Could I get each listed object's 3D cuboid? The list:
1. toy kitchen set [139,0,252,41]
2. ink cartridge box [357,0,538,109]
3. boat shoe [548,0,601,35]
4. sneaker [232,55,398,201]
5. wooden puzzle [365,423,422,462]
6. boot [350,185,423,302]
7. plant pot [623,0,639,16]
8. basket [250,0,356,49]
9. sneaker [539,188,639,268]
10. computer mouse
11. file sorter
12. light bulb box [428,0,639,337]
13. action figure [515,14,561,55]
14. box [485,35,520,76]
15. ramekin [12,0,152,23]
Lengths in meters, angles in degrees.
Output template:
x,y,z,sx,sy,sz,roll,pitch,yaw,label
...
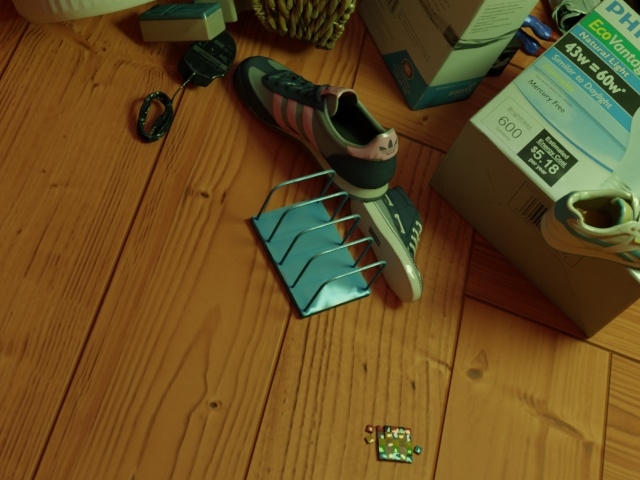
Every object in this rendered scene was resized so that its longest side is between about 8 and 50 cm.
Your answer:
x,y,z,sx,sy,sz,roll,pitch,yaw,label
-0.190,-0.420,1.784,0.122,0.166,0.207,3,30,25,toy kitchen set
0.205,-0.391,1.835,0.129,0.307,0.223,-13,66,-28,ink cartridge box
0.463,-0.405,2.081,0.081,0.079,0.227,-15,69,-46,boat shoe
-0.001,-0.203,1.729,0.319,0.131,0.112,41,50,20,sneaker
0.100,0.276,1.568,0.083,0.006,0.049,8,57,-17,wooden puzzle
0.123,0.000,1.708,0.086,0.069,0.190,-16,65,-26,boot
0.701,-0.450,2.097,0.280,0.323,0.323,-6,62,-7,plant pot
-0.045,-0.472,1.842,0.223,0.213,0.299,16,54,-12,basket
0.419,-0.019,1.556,0.228,0.092,0.087,3,67,-11,sneaker
-0.204,-0.233,1.748,0.071,0.041,0.242,37,60,-3,computer mouse
0.000,0.000,1.638,0.118,0.104,0.170,-17,67,-30,file sorter
0.430,-0.117,1.774,0.358,0.225,0.361,44,66,8,light bulb box
0.326,-0.420,2.038,0.280,0.091,0.139,20,61,-11,action figure
0.292,-0.327,1.969,0.052,0.083,0.062,-9,64,-26,box
-0.334,-0.400,1.668,0.273,0.273,0.127,-24,114,-32,ramekin
